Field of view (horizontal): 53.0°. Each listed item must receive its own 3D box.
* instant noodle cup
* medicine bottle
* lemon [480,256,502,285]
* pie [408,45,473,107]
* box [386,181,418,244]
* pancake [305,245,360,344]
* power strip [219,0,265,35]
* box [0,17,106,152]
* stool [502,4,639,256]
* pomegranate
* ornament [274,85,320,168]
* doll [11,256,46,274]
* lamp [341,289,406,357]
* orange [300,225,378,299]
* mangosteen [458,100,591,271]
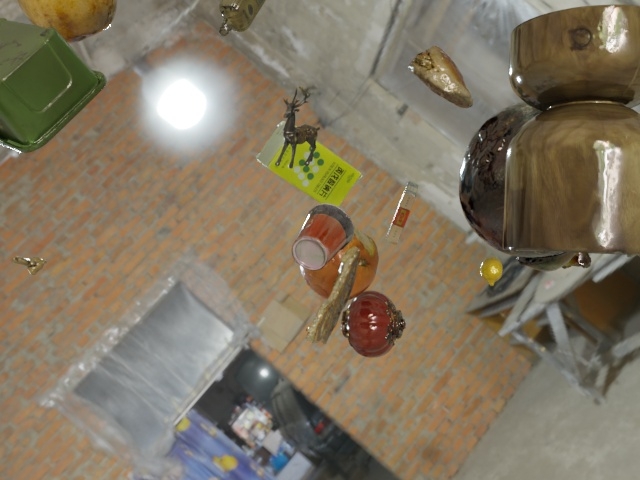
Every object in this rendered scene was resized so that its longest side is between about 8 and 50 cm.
[{"bbox_3d":[-0.002,-0.002,1.471,0.127,0.127,0.135,-54,0,37],"label":"instant noodle cup"},{"bbox_3d":[-0.031,-0.205,1.765,0.137,0.250,0.141,-56,26,3],"label":"medicine bottle"},{"bbox_3d":[0.496,0.088,1.860,0.065,0.065,0.092,117,165,-66],"label":"lemon"},{"bbox_3d":[0.267,-0.349,1.388,0.079,0.163,0.193,-43,14,17],"label":"pie"},{"bbox_3d":[0.214,-0.076,1.667,0.235,0.034,0.132,-51,-18,-74],"label":"box"},{"bbox_3d":[0.017,0.158,1.590,0.244,0.057,0.266,-38,-34,-57],"label":"pancake"},{"bbox_3d":[-0.138,-0.645,1.542,0.387,0.066,0.092,-61,-21,-13],"label":"power strip"},{"bbox_3d":[-0.669,-0.349,1.402,0.252,0.329,0.178,-55,-40,-20],"label":"box"},{"bbox_3d":[0.309,-0.114,0.751,0.179,0.179,0.264,0,-88,-83],"label":"stool"},{"bbox_3d":[-0.673,-0.662,1.704,0.260,0.260,0.260,-50,-6,-6],"label":"pomegranate"},{"bbox_3d":[-0.030,-0.170,0.959,0.073,0.028,0.125,-16,-55,-36],"label":"ornament"},{"bbox_3d":[-0.810,0.057,1.782,0.093,0.061,0.051,63,-143,-55],"label":"doll"},{"bbox_3d":[0.179,0.277,2.137,0.227,0.227,0.227,-50,-6,-6],"label":"lamp"},{"bbox_3d":[0.056,0.062,1.929,0.240,0.240,0.240,-50,-6,-6],"label":"orange"},{"bbox_3d":[0.415,-0.107,1.196,0.330,0.330,0.330,-50,-6,-6],"label":"mangosteen"}]
